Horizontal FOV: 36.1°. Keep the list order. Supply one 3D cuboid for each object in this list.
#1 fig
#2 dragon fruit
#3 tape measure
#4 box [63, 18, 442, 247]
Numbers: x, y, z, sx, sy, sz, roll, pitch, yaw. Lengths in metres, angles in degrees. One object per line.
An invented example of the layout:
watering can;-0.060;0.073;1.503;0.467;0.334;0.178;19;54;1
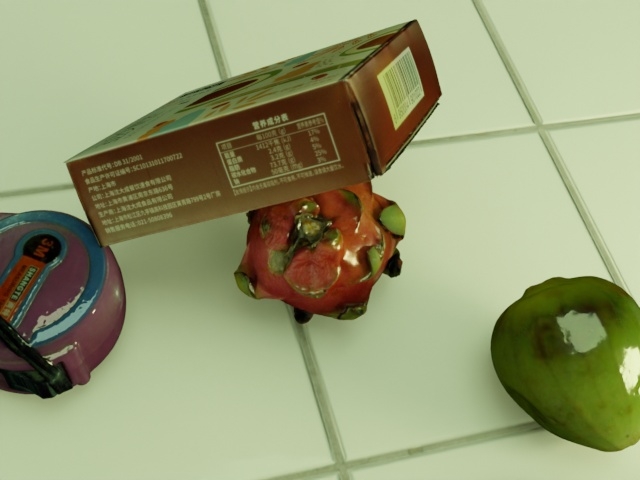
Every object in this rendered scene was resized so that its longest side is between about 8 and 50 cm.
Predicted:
fig;0.332;0.158;1.279;0.207;0.207;0.230;-3;60;-12
dragon fruit;0.001;0.001;1.316;0.224;0.224;0.227;19;25;3
tape measure;-0.374;0.077;1.250;0.245;0.149;0.232;19;57;12
box;-0.070;-0.145;1.266;0.385;0.122;0.344;-13;18;24
